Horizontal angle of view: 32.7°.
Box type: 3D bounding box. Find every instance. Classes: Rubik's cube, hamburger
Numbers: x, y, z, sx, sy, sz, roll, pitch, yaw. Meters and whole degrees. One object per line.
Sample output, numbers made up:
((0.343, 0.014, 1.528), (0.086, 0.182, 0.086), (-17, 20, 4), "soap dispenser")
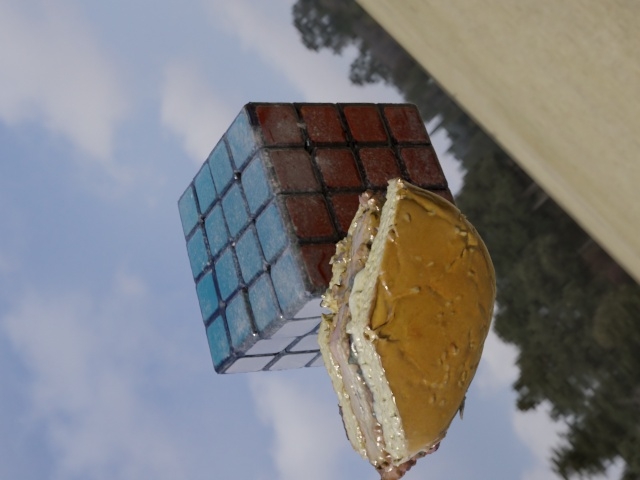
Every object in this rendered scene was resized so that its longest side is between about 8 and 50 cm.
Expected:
((0.000, 0.000, 1.787), (0.344, 0.337, 0.344), (-2, -118, -31), "Rubik's cube")
((0.092, 0.086, 1.188), (0.282, 0.245, 0.155), (59, 162, -6), "hamburger")
